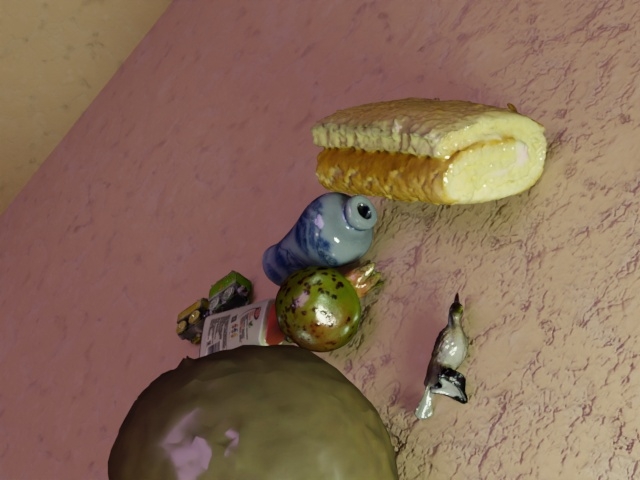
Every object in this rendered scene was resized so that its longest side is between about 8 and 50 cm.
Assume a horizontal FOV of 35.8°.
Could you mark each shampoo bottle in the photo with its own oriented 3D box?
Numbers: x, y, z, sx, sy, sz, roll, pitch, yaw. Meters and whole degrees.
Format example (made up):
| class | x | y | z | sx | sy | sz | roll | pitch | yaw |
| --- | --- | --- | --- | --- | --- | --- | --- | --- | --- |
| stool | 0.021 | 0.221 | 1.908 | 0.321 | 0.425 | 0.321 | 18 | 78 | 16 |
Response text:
| class | x | y | z | sx | sy | sz | roll | pitch | yaw |
| --- | --- | --- | --- | --- | --- | --- | --- | --- | --- |
| shampoo bottle | -0.114 | 0.165 | 1.889 | 0.284 | 0.071 | 0.153 | -27 | 42 | 32 |

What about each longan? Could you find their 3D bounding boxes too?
| class | x | y | z | sx | sy | sz | roll | pitch | yaw |
| --- | --- | --- | --- | --- | --- | --- | --- | --- | --- |
| longan | -0.105 | 0.337 | 1.441 | 0.436 | 0.404 | 0.404 | 1 | 63 | 53 |

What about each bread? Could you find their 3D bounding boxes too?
| class | x | y | z | sx | sy | sz | roll | pitch | yaw |
| --- | --- | --- | --- | --- | --- | --- | --- | --- | --- |
| bread | 0.177 | -0.156 | 1.676 | 0.375 | 0.237 | 0.165 | 14 | 115 | 56 |

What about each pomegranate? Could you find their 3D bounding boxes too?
| class | x | y | z | sx | sy | sz | roll | pitch | yaw |
| --- | --- | --- | --- | --- | --- | --- | --- | --- | --- |
| pomegranate | 0.015 | 0.106 | 1.717 | 0.205 | 0.159 | 0.159 | -34 | 32 | -13 |

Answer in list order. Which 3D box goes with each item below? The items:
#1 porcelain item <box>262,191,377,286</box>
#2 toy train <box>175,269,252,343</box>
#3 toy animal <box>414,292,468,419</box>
| class | x | y | z | sx | sy | sz | roll | pitch | yaw |
| --- | --- | --- | --- | --- | --- | --- | --- | --- | --- |
| porcelain item | 0.000 | 0.000 | 1.838 | 0.259 | 0.141 | 0.141 | -35 | 38 | 43 |
| toy train | -0.222 | 0.139 | 2.050 | 0.202 | 0.060 | 0.081 | -35 | 32 | 28 |
| toy animal | 0.193 | 0.170 | 1.512 | 0.105 | 0.070 | 0.202 | -33 | 40 | 60 |
